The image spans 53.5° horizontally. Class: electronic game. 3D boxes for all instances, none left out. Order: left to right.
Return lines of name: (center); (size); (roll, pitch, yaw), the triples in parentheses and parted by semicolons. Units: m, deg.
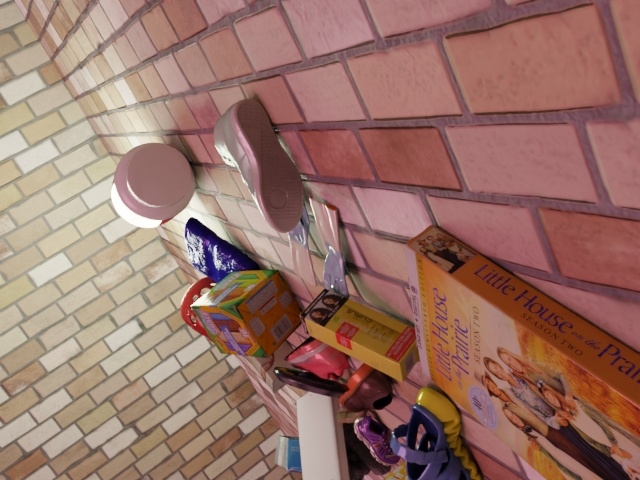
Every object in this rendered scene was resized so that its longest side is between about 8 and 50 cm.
electronic game: (-0.020, 0.390, 1.765); (0.229, 0.048, 0.229); (15, 172, 2)

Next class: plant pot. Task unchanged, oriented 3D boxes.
plant pot: (-0.336, 0.236, 2.092); (0.174, 0.191, 0.191); (30, 150, 36)

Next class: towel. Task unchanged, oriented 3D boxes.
towel: (-0.305, 0.081, 1.983); (0.308, 0.076, 0.227); (32, 149, 28)

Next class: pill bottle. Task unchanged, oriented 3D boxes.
pill bottle: (-0.503, -0.165, 1.904); (0.229, 0.229, 0.408); (58, 161, -8)

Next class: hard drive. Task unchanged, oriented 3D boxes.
hard drive: (0.002, 0.591, 1.867); (0.203, 0.040, 0.307); (-45, 41, 44)

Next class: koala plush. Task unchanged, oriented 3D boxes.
koala plush: (0.091, 0.681, 1.969); (0.203, 0.196, 0.221); (59, 166, 28)

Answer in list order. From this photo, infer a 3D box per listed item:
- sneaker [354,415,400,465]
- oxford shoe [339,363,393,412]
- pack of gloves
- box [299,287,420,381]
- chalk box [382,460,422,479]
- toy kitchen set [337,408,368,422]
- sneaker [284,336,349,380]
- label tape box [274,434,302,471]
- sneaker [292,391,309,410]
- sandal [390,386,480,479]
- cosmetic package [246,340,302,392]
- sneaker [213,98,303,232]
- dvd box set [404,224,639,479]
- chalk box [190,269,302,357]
sneaker: (0.163, 0.544, 1.725); (0.071, 0.068, 0.170); (-34, 105, 36)
oxford shoe: (0.113, 0.377, 1.522); (0.098, 0.097, 0.271); (43, 158, 19)
pack of gloves: (0.000, 0.000, 1.264); (0.195, 0.046, 0.232); (33, 141, 47)
box: (0.077, 0.173, 1.189); (0.232, 0.087, 0.058); (23, 144, 35)
chalk box: (0.264, 0.644, 1.534); (0.213, 0.132, 0.132); (55, 162, 3)
toy kitchen set: (0.084, 0.458, 1.777); (0.068, 0.083, 0.075); (-78, -29, -53)
sneaker: (-0.005, 0.324, 1.688); (0.136, 0.116, 0.314); (50, 162, 5)
label tape box: (-0.010, 0.754, 2.224); (0.347, 0.249, 0.115); (130, 148, -69)
sneaker: (-0.018, 0.631, 2.272); (0.153, 0.094, 0.235); (47, 160, 20)
sandal: (0.225, 0.440, 1.283); (0.126, 0.138, 0.317); (24, 146, 54)
cosmetic package: (-0.203, 0.368, 2.223); (0.296, 0.129, 0.153); (47, 158, 23)
sneaker: (-0.121, -0.136, 1.218); (0.151, 0.094, 0.255); (-2, 111, 62)
dvd box set: (0.284, 0.194, 0.828); (0.420, 0.062, 0.307); (39, 153, 41)
chalk box: (-0.223, 0.202, 1.790); (0.289, 0.180, 0.179); (-6, 119, 47)
